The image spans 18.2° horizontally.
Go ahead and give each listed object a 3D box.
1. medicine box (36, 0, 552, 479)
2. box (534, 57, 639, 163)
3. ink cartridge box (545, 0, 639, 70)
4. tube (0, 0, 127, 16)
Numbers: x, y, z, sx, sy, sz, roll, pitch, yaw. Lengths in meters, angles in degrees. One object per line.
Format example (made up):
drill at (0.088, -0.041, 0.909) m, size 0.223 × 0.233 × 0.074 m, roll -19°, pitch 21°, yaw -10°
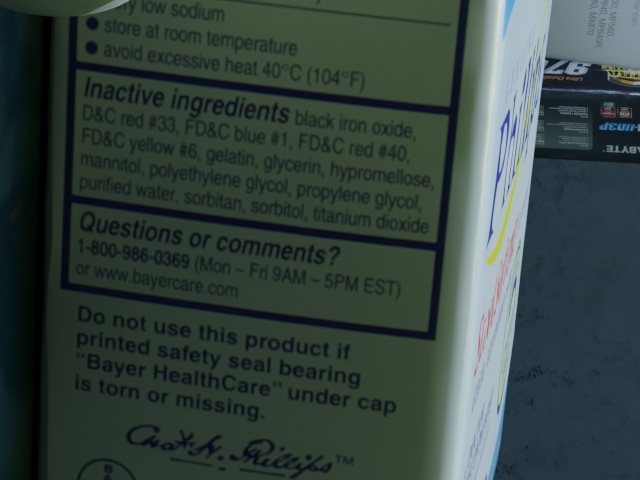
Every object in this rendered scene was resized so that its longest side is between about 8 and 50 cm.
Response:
medicine box at (0.000, 0.000, 0.780) m, size 0.263 × 0.149 × 0.289 m, roll -59°, pitch 156°, yaw -69°
box at (0.112, -0.119, 1.174) m, size 0.175 × 0.220 × 0.051 m, roll -73°, pitch 162°, yaw -49°
ink cartridge box at (0.086, -0.169, 0.968) m, size 0.158 × 0.217 × 0.092 m, roll -72°, pitch 166°, yaw -50°
tube at (-0.061, -0.180, 0.547) m, size 0.070 × 0.062 × 0.240 m, roll -25°, pitch -128°, yaw 50°
